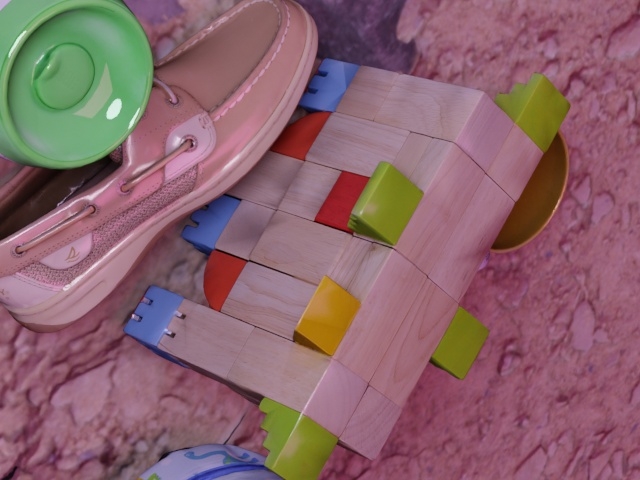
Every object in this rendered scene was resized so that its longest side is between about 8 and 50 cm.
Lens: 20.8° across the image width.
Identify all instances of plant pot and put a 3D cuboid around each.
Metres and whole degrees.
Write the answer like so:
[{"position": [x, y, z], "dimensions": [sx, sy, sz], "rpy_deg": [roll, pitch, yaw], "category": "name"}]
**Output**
[{"position": [0.153, -0.067, 1.633], "dimensions": [0.134, 0.095, 0.134], "rpy_deg": [-17, 120, -32], "category": "plant pot"}]

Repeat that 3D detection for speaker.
[{"position": [-0.231, -0.143, 1.138], "dimensions": [0.131, 0.296, 0.131], "rpy_deg": [-18, 121, -33], "category": "speaker"}]

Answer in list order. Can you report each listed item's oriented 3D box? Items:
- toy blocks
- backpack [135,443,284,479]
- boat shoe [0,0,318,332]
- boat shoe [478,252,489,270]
[{"position": [0.000, 0.000, 1.444], "dimensions": [0.191, 0.261, 0.381], "rpy_deg": [39, 77, -41], "category": "toy blocks"}, {"position": [-0.109, 0.359, 1.539], "dimensions": [0.290, 0.273, 0.355], "rpy_deg": [27, 79, -37], "category": "backpack"}, {"position": [-0.139, -0.079, 1.367], "dimensions": [0.341, 0.121, 0.110], "rpy_deg": [-48, 133, -10], "category": "boat shoe"}, {"position": [0.035, 0.019, 1.554], "dimensions": [0.228, 0.080, 0.076], "rpy_deg": [-17, 106, 5], "category": "boat shoe"}]
